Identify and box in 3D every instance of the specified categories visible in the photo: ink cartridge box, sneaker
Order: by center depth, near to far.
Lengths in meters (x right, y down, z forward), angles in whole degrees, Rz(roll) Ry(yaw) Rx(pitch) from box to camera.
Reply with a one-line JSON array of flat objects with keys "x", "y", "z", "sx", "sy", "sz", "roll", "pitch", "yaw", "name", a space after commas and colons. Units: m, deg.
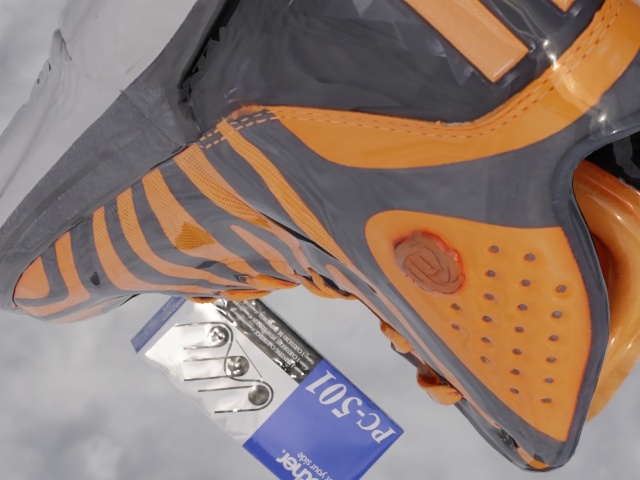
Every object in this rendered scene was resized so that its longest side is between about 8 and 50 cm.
[{"x": 0.000, "y": 0.000, "z": 0.520, "sx": 0.180, "sy": 0.321, "sz": 0.124, "roll": 39, "pitch": 68, "yaw": -4, "name": "sneaker"}, {"x": -0.041, "y": 0.115, "z": 1.403, "sx": 0.207, "sy": 0.097, "sz": 0.046, "roll": 43, "pitch": 0, "yaw": -17, "name": "ink cartridge box"}]
